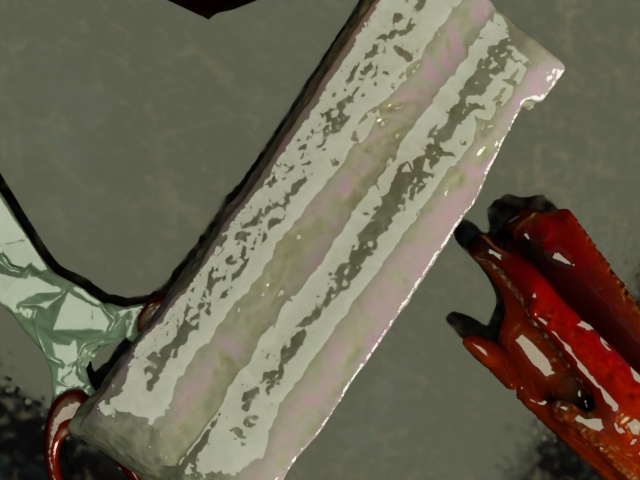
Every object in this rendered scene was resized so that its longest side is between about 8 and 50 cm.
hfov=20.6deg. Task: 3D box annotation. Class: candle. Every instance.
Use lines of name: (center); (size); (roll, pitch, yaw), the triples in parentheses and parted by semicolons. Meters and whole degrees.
candle: (0.179, 0.107, 0.898); (0.084, 0.059, 0.301); (-41, 98, 12)

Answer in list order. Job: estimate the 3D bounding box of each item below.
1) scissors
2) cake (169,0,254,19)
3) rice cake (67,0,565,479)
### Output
scissors: (-0.143, 0.026, 0.886); (0.248, 0.017, 0.144); (43, 89, -8)
cake: (-0.049, -0.200, 0.791); (0.185, 0.178, 0.207); (-5, 100, -3)
rice cake: (0.002, 0.000, 0.868); (0.106, 0.050, 0.298); (35, 89, -9)
